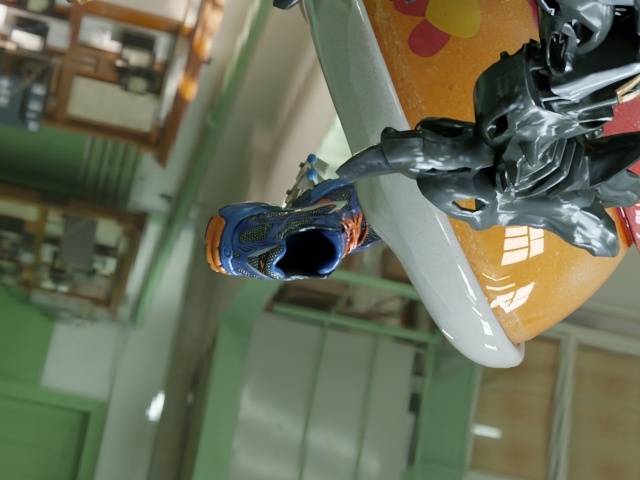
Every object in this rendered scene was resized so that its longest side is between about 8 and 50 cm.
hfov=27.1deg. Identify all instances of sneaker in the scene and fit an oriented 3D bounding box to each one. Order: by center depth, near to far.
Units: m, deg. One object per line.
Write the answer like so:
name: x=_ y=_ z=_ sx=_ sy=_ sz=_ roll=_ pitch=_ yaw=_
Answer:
sneaker: x=0.000 y=0.000 z=1.224 sx=0.087 sy=0.221 sz=0.083 roll=26 pitch=-58 yaw=41

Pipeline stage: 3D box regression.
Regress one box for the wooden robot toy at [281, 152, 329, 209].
wooden robot toy: x=0.002 y=-0.041 z=1.479 sx=0.076 sy=0.079 sz=0.173 roll=-59 pitch=-173 yaw=12

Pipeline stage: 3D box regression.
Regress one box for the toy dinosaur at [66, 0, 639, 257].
toy dinosaur: x=0.081 y=-0.114 z=0.419 sx=0.218 sy=0.321 sz=0.164 roll=129 pitch=-32 yaw=-64

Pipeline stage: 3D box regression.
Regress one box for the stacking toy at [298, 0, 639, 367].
stacking toy: x=0.252 y=-0.147 z=0.928 sx=0.350 sy=0.479 sz=0.351 roll=-23 pitch=90 yaw=-79
